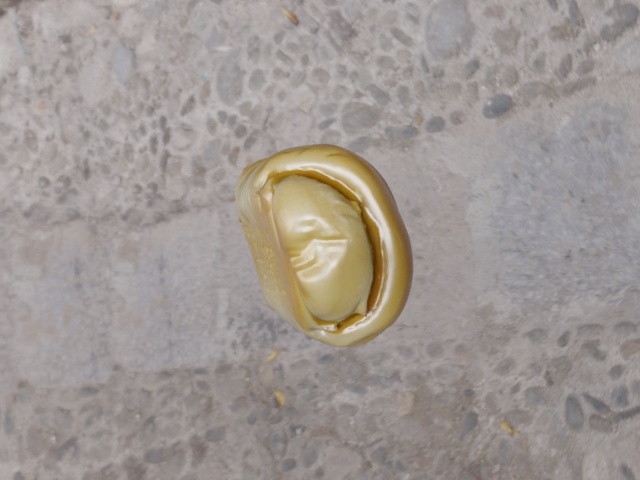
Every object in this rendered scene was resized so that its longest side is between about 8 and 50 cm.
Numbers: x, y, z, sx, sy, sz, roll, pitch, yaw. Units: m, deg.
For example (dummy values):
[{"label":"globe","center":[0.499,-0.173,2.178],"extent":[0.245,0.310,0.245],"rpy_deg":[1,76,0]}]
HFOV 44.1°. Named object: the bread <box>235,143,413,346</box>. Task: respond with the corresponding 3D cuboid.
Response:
[{"label":"bread","center":[0.000,0.000,0.707],"extent":[0.121,0.311,0.172],"rpy_deg":[-17,97,-11]}]
